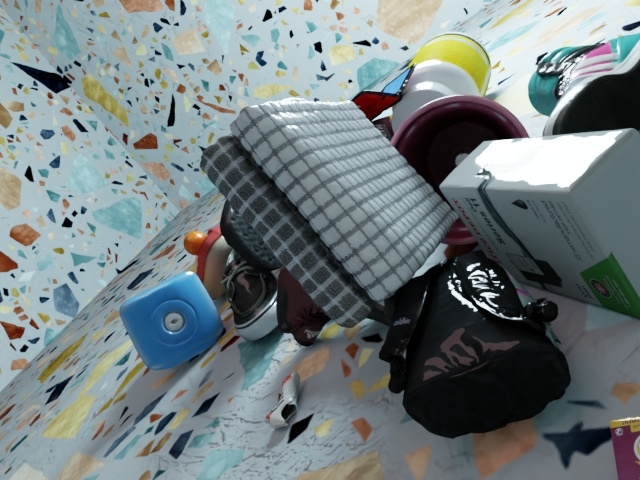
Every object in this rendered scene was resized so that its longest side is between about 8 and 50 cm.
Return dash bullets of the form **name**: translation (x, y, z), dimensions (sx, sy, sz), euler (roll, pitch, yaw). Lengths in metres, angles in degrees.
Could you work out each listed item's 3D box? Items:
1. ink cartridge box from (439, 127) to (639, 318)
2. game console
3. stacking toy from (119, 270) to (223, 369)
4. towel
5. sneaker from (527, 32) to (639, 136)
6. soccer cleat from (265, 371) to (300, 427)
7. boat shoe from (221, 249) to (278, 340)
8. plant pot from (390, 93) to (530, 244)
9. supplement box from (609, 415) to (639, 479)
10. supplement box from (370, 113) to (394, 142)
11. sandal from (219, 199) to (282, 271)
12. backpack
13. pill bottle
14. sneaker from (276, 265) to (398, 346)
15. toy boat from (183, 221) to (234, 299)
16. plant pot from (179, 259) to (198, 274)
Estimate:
- **ink cartridge box**: translation (0.237, -0.023, 0.551), dimensions (0.087, 0.153, 0.208), euler (-42, 16, -8)
- **game console**: translation (0.110, -0.303, 1.109), dimensions (0.124, 0.085, 0.144), euler (1, -7, -21)
- **stacking toy**: translation (-0.337, 0.182, 1.225), dimensions (0.175, 0.165, 0.302), euler (-28, 2, -20)
- **towel**: translation (0.021, -0.049, 0.634), dimensions (0.121, 0.235, 0.284), euler (-43, -4, 26)
- **sneaker**: translation (0.369, -0.208, 0.796), dimensions (0.296, 0.123, 0.178), euler (-37, 20, -23)
- **soccer cleat**: translation (-0.041, 0.211, 0.724), dimensions (0.036, 0.029, 0.083), euler (-12, 33, 38)
- **boat shoe**: translation (-0.147, 0.093, 1.080), dimensions (0.121, 0.119, 0.335), euler (-39, 17, -3)
- **plant pot**: translation (0.207, -0.112, 0.802), dimensions (0.201, 0.201, 0.180), euler (-31, 4, 24)
- **supplement box**: translation (0.215, 0.150, 0.332), dimensions (0.055, 0.043, 0.083), euler (-25, 22, 32)
- **supplement box**: translation (0.069, -0.166, 1.203), dimensions (0.191, 0.129, 0.194), euler (-23, 5, 41)
- **sandal**: translation (-0.119, -0.041, 1.113), dimensions (0.107, 0.167, 0.445), euler (-26, 11, 16)
- **backpack**: translation (0.140, 0.091, 0.517), dimensions (0.152, 0.115, 0.182), euler (-21, 21, 14)
- **pill bottle**: translation (0.265, -0.325, 1.204), dimensions (0.188, 0.188, 0.334), euler (-25, 21, 36)
- **sneaker**: translation (0.026, 0.100, 0.793), dimensions (0.281, 0.107, 0.162), euler (33, 108, 50)
- **toy boat**: translation (-0.263, 0.032, 1.308), dimensions (0.151, 0.151, 0.231), euler (-43, -21, -44)
- **plant pot**: translation (-0.401, 0.126, 1.655), dimensions (0.236, 0.032, 0.236), euler (-34, 18, 13)
